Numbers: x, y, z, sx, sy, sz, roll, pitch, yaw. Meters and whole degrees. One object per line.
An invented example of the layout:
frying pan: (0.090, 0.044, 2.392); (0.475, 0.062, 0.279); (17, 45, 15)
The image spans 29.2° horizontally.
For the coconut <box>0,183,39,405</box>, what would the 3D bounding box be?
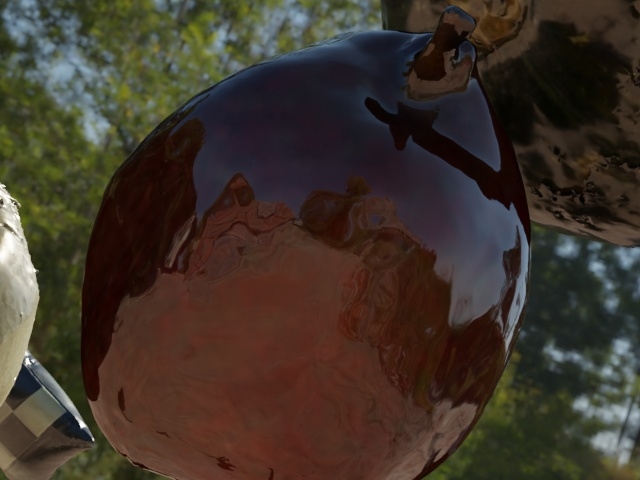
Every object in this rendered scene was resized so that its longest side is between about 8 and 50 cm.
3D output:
coconut: (-0.336, 0.049, 0.897); (0.245, 0.245, 0.247); (23, -48, -12)

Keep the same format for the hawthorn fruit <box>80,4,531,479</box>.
hawthorn fruit: (-0.011, 0.016, 0.814); (0.308, 0.325, 0.308); (11, 0, 0)

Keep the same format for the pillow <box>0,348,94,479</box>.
pillow: (-0.405, 0.206, 1.587); (0.250, 0.106, 0.186); (51, -49, 1)

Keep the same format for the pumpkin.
pumpkin: (0.241, -0.215, 1.016); (0.344, 0.454, 0.454); (-17, 13, -31)
